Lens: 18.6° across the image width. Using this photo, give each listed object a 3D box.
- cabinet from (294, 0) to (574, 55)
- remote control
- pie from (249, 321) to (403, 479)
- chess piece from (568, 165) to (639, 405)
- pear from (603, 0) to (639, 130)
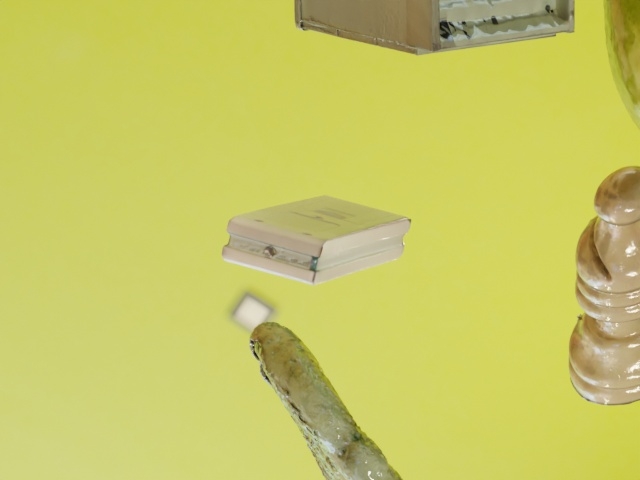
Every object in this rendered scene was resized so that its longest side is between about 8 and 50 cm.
[{"bbox_3d":[0.091,-0.238,1.624,0.206,0.145,0.150,22,-63,55],"label":"cabinet"},{"bbox_3d":[0.000,0.000,2.026,0.277,0.103,0.055,-16,119,-69],"label":"remote control"},{"bbox_3d":[0.008,0.178,1.834,0.054,0.240,0.240,-33,-175,-7],"label":"pie"},{"bbox_3d":[0.318,0.031,2.001,0.307,0.139,0.124,80,0,-51],"label":"chess piece"},{"bbox_3d":[0.436,-0.208,1.764,0.391,0.391,0.391,-55,-173,11],"label":"pear"}]
